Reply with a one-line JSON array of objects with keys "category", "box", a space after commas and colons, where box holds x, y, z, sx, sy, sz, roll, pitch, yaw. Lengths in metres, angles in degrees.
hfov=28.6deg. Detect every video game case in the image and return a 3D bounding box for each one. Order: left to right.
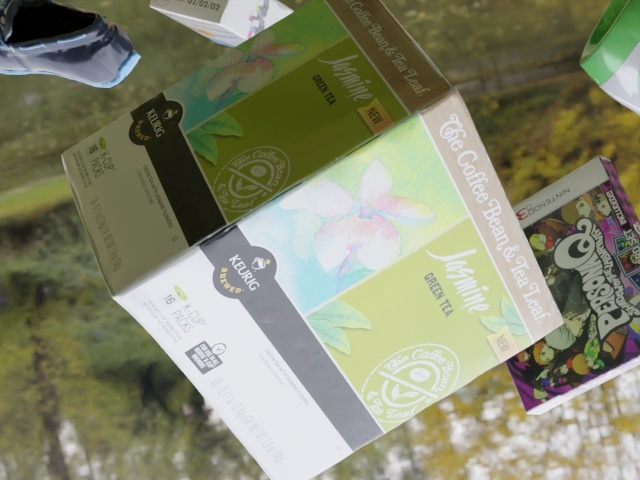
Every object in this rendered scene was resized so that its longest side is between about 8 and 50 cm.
[{"category": "video game case", "box": [0.286, 0.053, 1.444, 0.210, 0.232, 0.042, -32, 155, 30]}]

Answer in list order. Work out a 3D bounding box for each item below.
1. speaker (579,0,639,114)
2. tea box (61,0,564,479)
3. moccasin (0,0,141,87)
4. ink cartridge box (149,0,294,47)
[{"category": "speaker", "box": [0.361, -0.109, 0.998, 0.297, 0.131, 0.131, 31, -179, -1]}, {"category": "tea box", "box": [0.000, 0.000, 1.157, 0.324, 0.329, 0.220, -33, -137, 1]}, {"category": "moccasin", "box": [-0.404, -0.315, 1.810, 0.342, 0.117, 0.137, 10, -121, 30]}, {"category": "ink cartridge box", "box": [-0.117, -0.266, 1.421, 0.104, 0.061, 0.181, 18, 180, 30]}]
